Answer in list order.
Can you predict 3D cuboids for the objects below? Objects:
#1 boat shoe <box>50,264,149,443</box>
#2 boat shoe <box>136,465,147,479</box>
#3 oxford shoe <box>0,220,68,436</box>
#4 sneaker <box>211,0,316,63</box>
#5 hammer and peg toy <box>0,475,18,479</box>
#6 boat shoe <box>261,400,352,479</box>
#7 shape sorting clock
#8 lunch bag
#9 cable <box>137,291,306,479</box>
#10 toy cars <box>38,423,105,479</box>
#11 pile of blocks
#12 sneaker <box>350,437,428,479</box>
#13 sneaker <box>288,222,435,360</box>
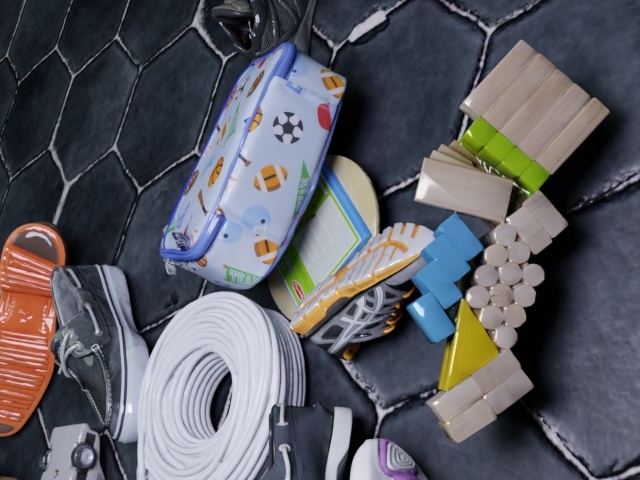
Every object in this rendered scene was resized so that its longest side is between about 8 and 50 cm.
[{"bbox_3d":[-0.323,0.156,1.287,0.335,0.119,0.121,58,134,49],"label":"boat shoe"},{"bbox_3d":[-0.217,0.326,1.180,0.035,0.035,0.100,-41,41,32],"label":"boat shoe"},{"bbox_3d":[-0.485,0.145,1.514,0.133,0.130,0.363,-128,56,-81],"label":"oxford shoe"},{"bbox_3d":[-0.074,-0.337,1.246,0.087,0.130,0.227,-13,62,42],"label":"sneaker"},{"bbox_3d":[-0.640,0.498,1.489,0.361,0.127,0.266,-20,59,41],"label":"hammer and peg toy"},{"bbox_3d":[-0.027,0.258,0.855,0.302,0.091,0.114,-77,-4,-70],"label":"boat shoe"},{"bbox_3d":[0.000,0.000,1.082,0.206,0.040,0.206,-18,64,44],"label":"shape sorting clock"},{"bbox_3d":[-0.092,-0.083,1.117,0.303,0.115,0.243,-64,21,-8],"label":"lunch bag"},{"bbox_3d":[-0.121,0.193,1.095,0.257,0.089,0.257,-36,50,31],"label":"cable"},{"bbox_3d":[-0.306,0.416,1.204,0.176,0.087,0.393,-49,41,13],"label":"toy cars"},{"bbox_3d":[0.146,0.003,0.852,0.112,0.149,0.362,106,-179,-81],"label":"pile of blocks"},{"bbox_3d":[0.048,0.335,0.827,0.152,0.114,0.305,-29,54,35],"label":"sneaker"},{"bbox_3d":[0.058,0.056,0.951,0.215,0.083,0.084,-39,12,44],"label":"sneaker"}]
